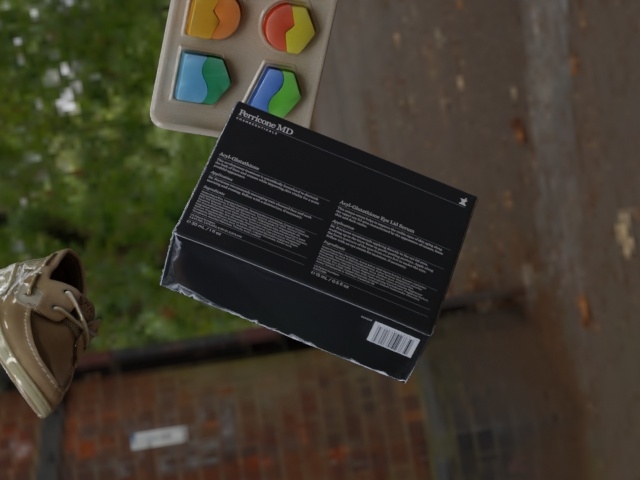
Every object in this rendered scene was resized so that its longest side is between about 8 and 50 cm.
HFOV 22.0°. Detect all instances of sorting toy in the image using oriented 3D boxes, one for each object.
[{"bbox_3d":[-0.086,-0.218,1.907,0.038,0.193,0.208,-137,57,-70],"label":"sorting toy"}]

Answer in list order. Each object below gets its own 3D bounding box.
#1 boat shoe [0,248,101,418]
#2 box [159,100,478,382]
[{"bbox_3d":[-0.329,0.095,1.991,0.121,0.110,0.341,62,-179,-26],"label":"boat shoe"},{"bbox_3d":[0.000,0.000,1.613,0.103,0.261,0.184,112,-179,-55],"label":"box"}]
